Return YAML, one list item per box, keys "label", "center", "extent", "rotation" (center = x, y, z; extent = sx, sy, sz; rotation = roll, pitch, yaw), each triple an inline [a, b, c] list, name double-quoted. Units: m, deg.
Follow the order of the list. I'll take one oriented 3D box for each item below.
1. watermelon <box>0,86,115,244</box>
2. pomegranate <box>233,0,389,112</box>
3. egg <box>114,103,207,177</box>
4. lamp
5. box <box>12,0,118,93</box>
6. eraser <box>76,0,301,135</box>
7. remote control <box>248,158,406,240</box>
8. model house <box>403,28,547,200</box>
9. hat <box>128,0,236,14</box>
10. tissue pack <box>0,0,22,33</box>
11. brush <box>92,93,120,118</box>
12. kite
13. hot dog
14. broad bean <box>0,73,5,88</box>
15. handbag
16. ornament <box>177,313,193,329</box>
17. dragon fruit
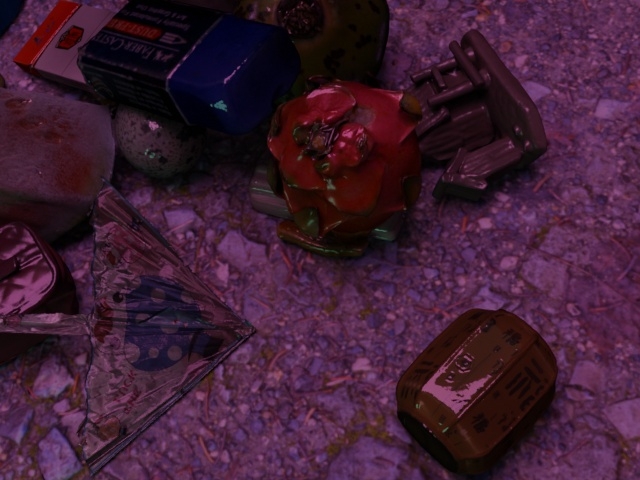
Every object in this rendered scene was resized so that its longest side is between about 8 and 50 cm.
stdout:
- label: "watermelon"
  center: [-0.499, -0.110, 1.756]
  extent: [0.387, 0.258, 0.228]
  rotation: [-15, 53, 8]
- label: "pomegranate"
  center: [-0.022, -0.302, 1.775]
  extent: [0.254, 0.270, 0.254]
  rotation: [0, 91, 6]
- label: "egg"
  center: [-0.240, -0.166, 1.810]
  extent: [0.132, 0.132, 0.172]
  rotation: [-32, 46, -8]
- label: "lamp"
  center: [0.191, 0.182, 1.490]
  extent: [0.185, 0.161, 0.161]
  rotation: [-43, 60, -14]
- label: "box"
  center: [-0.380, -0.308, 1.931]
  extent: [0.245, 0.035, 0.139]
  rotation: [23, 73, 44]
- label: "eraser"
  center: [-0.190, -0.244, 1.683]
  extent: [0.332, 0.101, 0.155]
  rotation: [20, 63, 42]
- label: "remote control"
  center: [0.010, -0.065, 1.742]
  extent: [0.230, 0.049, 0.090]
  rotation: [12, 64, 17]
- label: "model house"
  center: [0.193, -0.163, 1.721]
  extent: [0.188, 0.122, 0.229]
  rotation: [-27, 60, -2]
- label: "hat"
  center: [-0.221, -0.465, 2.004]
  extent: [0.366, 0.257, 0.381]
  rotation: [-16, 17, -18]
- label: "tissue pack"
  center: [-0.608, -0.441, 1.979]
  extent: [0.137, 0.270, 0.209]
  rotation: [26, 64, 23]
- label: "brush"
  center: [-0.319, -0.331, 1.971]
  extent: [0.068, 0.060, 0.297]
  rotation: [1, 59, 16]
- label: "kite"
  center: [-0.270, 0.112, 1.645]
  extent: [0.368, 0.014, 0.406]
  rotation: [3, 79, -9]
- label: "hot dog"
  center: [0.000, 0.001, 1.716]
  extent: [0.137, 0.028, 0.044]
  rotation: [13, 42, 17]
- label: "broad bean"
  center: [-0.555, -0.253, 1.985]
  extent: [0.083, 0.045, 0.063]
  rotation: [-11, 58, -4]
- label: "handbag"
  center: [-0.457, 0.084, 1.701]
  extent: [0.225, 0.135, 0.146]
  rotation: [-29, 63, -9]
- label: "ornament"
  center: [-0.216, 0.090, 1.696]
  extent: [0.092, 0.041, 0.068]
  rotation: [12, 69, 0]
- label: "dragon fruit"
  center: [0.029, -0.115, 1.618]
  extent: [0.224, 0.227, 0.224]
  rotation: [-4, 55, 6]
